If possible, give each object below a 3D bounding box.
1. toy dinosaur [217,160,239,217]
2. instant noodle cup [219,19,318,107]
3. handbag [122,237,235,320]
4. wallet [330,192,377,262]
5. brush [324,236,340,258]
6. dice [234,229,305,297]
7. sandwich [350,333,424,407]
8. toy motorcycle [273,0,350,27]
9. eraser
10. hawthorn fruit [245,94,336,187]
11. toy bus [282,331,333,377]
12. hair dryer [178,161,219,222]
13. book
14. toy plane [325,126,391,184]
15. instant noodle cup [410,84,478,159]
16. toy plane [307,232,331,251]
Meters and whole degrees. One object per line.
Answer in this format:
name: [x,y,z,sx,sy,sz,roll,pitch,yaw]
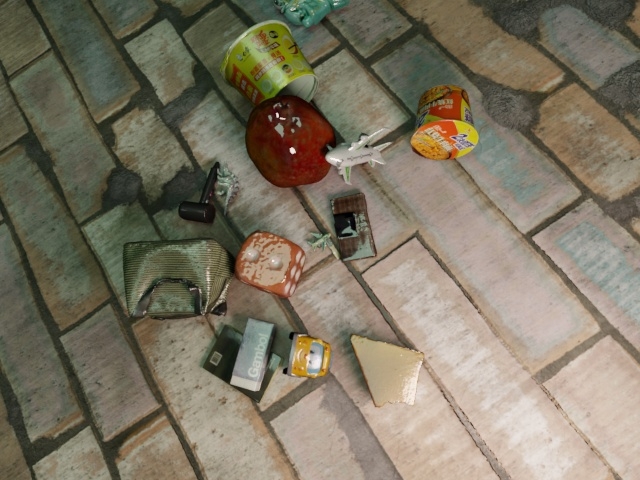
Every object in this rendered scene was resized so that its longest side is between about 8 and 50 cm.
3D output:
toy dinosaur: [-0.335,-0.188,1.537,0.082,0.039,0.208,1,83,-11]
instant noodle cup: [-0.166,-0.579,1.505,0.311,0.311,0.221,-37,80,-2]
handbag: [-0.454,0.133,1.362,0.342,0.247,0.239,-4,75,3]
wallet: [0.109,-0.044,1.420,0.125,0.042,0.229,-11,74,4]
brush: [0.041,0.025,1.412,0.016,0.013,0.083,-33,94,-16]
dice: [-0.157,0.080,1.363,0.180,0.174,0.174,21,77,16]
sandwich: [0.176,0.389,1.247,0.220,0.108,0.185,14,76,12]
toy motorcycle: [-0.035,-0.939,1.672,0.297,0.109,0.198,-15,74,7]
eraser: [-0.209,0.354,1.332,0.092,0.046,0.212,11,76,13]
hawthorn fruit: [-0.109,-0.324,1.404,0.309,0.325,0.307,-3,85,34]
toy bus: [-0.033,0.343,1.252,0.137,0.209,0.125,9,75,2]
hair dryer: [-0.427,-0.185,1.547,0.115,0.070,0.247,8,72,12]
book: [-0.251,0.394,1.367,0.229,0.024,0.160,26,81,16]
toy plane: [0.109,-0.280,1.377,0.256,0.251,0.101,-9,58,-37]
instant noodle cup: [0.403,-0.392,1.393,0.214,0.213,0.174,1,66,11]
toy plane: [0.000,0.001,1.432,0.083,0.033,0.080,-32,70,-7]
